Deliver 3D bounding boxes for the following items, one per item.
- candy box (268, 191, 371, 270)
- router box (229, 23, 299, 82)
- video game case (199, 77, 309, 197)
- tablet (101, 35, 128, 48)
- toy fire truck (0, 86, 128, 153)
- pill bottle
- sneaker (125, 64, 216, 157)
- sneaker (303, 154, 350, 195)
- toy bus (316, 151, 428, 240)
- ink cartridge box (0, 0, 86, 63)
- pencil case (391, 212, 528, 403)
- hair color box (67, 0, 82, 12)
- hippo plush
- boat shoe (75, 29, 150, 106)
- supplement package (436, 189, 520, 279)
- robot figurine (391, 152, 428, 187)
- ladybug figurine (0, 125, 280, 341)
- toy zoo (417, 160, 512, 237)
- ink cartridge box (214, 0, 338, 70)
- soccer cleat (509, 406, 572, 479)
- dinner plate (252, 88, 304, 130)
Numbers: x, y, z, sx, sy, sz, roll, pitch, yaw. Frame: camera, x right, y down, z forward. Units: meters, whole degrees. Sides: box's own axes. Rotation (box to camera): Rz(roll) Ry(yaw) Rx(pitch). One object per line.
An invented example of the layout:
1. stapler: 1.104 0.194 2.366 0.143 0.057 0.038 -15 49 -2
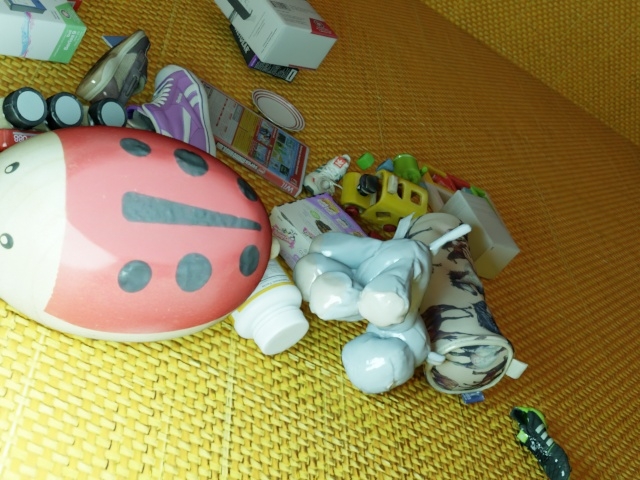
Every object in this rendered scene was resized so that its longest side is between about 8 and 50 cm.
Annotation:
1. candy box: 0.000 0.000 1.725 0.165 0.070 0.196 47 29 14
2. router box: -0.141 -0.479 2.277 0.133 0.046 0.178 15 36 -37
3. video game case: -0.154 -0.217 1.905 0.285 0.025 0.204 31 29 -14
4. tablet: -0.410 -0.405 1.894 0.054 0.006 0.083 47 28 14
5. toy fire truck: -0.382 -0.092 1.362 0.217 0.159 0.246 -1 84 -49
6. pill bottle: -0.109 0.072 1.442 0.117 0.117 0.215 -1 48 -50
7. sneaker: -0.291 -0.248 1.686 0.161 0.102 0.282 20 34 -41
8. sneaker: 0.017 -0.146 1.949 0.057 0.075 0.161 43 28 6
9. toy bus: 0.128 -0.096 1.901 0.202 0.104 0.190 -31 90 -40
10. ink cartridge box: -0.554 -0.408 1.638 0.212 0.093 0.154 -5 52 -50
11. pencil case: 0.250 0.112 1.762 0.184 0.159 0.410 18 34 -20
12. hair color box: -0.553 -0.517 1.847 0.141 0.043 0.072 49 30 15
13. hippo plush: 0.088 0.116 1.533 0.234 0.236 0.294 13 34 30
14. boat shoe: -0.372 -0.311 1.716 0.092 0.103 0.285 50 22 -20
15. supplement package: 0.361 -0.013 2.134 0.105 0.105 0.179 15 36 -39
16. robot figurine: 0.206 -0.165 2.211 0.101 0.067 0.115 6 37 -9
17. ladybug figurine: -0.243 -0.020 1.241 0.450 0.162 0.304 4 74 -34
18. toy zoo: 0.346 -0.102 2.324 0.293 0.030 0.192 21 33 -31
19. ink cartridge box: -0.117 -0.553 2.240 0.197 0.114 0.272 -2 48 -49
20. soccer cleat: 0.400 0.376 1.677 0.072 0.060 0.179 15 29 -22
21. dinner plate: -0.099 -0.294 2.091 0.141 0.017 0.141 30 29 -18
